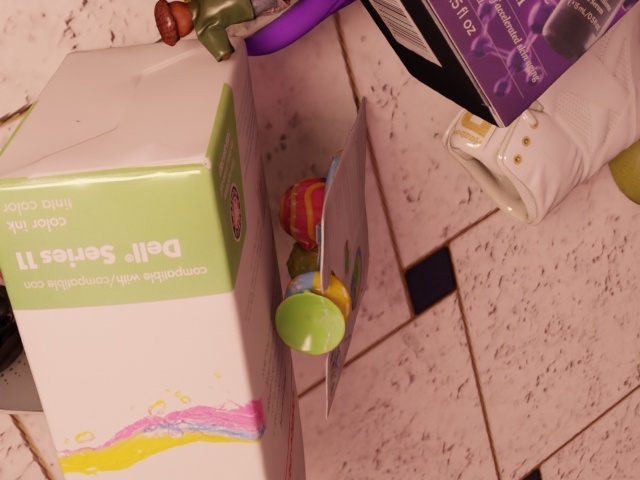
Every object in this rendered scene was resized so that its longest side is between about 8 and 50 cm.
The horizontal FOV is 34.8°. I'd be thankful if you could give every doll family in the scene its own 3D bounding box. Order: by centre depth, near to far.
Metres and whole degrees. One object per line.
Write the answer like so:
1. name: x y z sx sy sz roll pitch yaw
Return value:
1. doll family: -0.082 -0.198 0.579 0.111 0.193 0.076 -19 161 4

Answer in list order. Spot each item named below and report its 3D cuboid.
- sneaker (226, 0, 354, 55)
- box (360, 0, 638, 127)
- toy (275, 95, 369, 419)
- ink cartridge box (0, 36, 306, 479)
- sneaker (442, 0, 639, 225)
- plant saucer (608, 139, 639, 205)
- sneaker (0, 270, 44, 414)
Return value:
1. sneaker: 0.069 -0.204 0.671 0.293 0.102 0.146 -42 130 6
2. box: 0.114 -0.196 0.573 0.207 0.108 0.153 -44 129 -1
3. toy: 0.000 0.000 0.707 0.056 0.237 0.137 1 115 5
4. ink cartridge box: -0.085 0.076 0.634 0.119 0.207 0.354 -5 118 4
5. sneaker: 0.164 -0.140 0.797 0.169 0.108 0.292 -42 130 -18
6. plant saucer: 0.374 -0.140 0.997 0.241 0.037 0.241 -15 118 -31
7. sneaker: -0.213 0.051 0.560 0.295 0.178 0.124 33 89 -41
